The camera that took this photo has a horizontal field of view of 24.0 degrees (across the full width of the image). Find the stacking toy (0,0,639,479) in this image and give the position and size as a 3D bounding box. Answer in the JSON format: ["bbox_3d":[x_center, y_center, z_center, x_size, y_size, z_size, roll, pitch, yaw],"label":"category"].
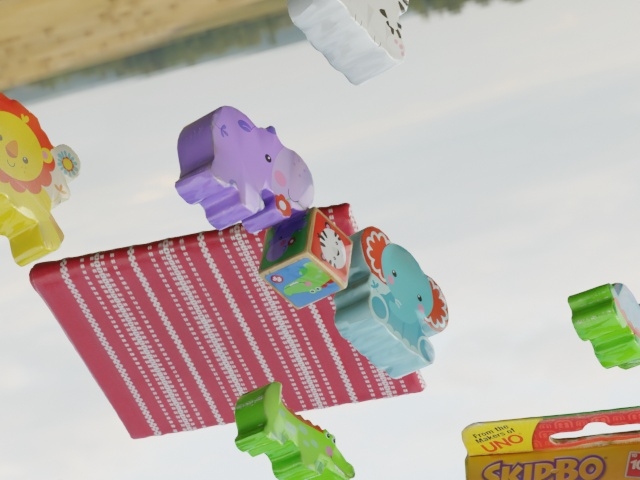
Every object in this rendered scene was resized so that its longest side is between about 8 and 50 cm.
[{"bbox_3d":[0.000,0.000,0.531,0.167,0.221,0.052,-24,-142,31],"label":"stacking toy"}]

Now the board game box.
[{"bbox_3d":[0.153,0.170,0.736,0.124,0.259,0.039,-8,-139,14],"label":"board game box"}]

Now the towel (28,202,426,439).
[{"bbox_3d":[-0.073,0.068,1.192,0.275,0.199,0.031,-11,-142,19],"label":"towel"}]
